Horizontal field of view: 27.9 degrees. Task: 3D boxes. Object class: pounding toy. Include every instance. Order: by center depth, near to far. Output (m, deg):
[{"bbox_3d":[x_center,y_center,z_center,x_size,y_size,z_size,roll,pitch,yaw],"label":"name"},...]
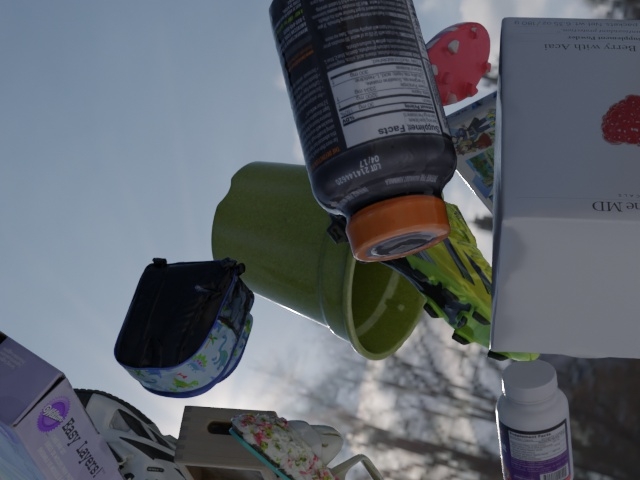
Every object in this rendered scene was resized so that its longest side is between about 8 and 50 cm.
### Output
[{"bbox_3d":[-0.083,0.243,1.529,0.130,0.141,0.100,74,-159,-58],"label":"pounding toy"}]

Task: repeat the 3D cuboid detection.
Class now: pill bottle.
[{"bbox_3d":[0.042,-0.108,1.126,0.130,0.130,0.246,32,-138,-69],"label":"pill bottle"},{"bbox_3d":[0.319,0.279,1.928,0.108,0.108,0.193,-49,-44,-52],"label":"pill bottle"}]

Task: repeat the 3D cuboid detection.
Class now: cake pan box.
[{"bbox_3d":[-0.293,0.147,1.155,0.070,0.245,0.267,-50,-29,-25],"label":"cake pan box"}]

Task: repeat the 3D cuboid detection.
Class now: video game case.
[{"bbox_3d":[0.381,-0.124,2.005,0.329,0.300,0.036,47,-148,-30],"label":"video game case"}]

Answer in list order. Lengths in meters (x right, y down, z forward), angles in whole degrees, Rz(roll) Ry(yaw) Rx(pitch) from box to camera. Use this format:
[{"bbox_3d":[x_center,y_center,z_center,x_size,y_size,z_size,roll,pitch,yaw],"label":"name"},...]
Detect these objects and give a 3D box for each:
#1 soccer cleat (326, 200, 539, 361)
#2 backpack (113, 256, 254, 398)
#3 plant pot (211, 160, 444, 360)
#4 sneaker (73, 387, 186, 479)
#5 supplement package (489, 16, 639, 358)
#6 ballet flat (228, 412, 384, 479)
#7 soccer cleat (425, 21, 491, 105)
[{"bbox_3d":[0.135,0.014,1.382,0.121,0.289,0.093,-42,-21,-24],"label":"soccer cleat"},{"bbox_3d":[-0.115,0.082,1.119,0.084,0.105,0.114,60,-140,-42],"label":"backpack"},{"bbox_3d":[0.000,0.000,1.782,0.276,0.254,0.276,-34,-49,-50],"label":"plant pot"},{"bbox_3d":[-0.264,0.307,1.718,0.146,0.330,0.122,-61,-6,-68],"label":"sneaker"},{"bbox_3d":[0.251,-0.055,1.205,0.293,0.177,0.175,-82,-8,-45],"label":"supplement package"},{"bbox_3d":[0.008,0.233,1.297,0.077,0.091,0.241,-46,-65,-6],"label":"ballet flat"},{"bbox_3d":[0.089,-0.155,1.373,0.248,0.095,0.083,-48,-50,-27],"label":"soccer cleat"}]
